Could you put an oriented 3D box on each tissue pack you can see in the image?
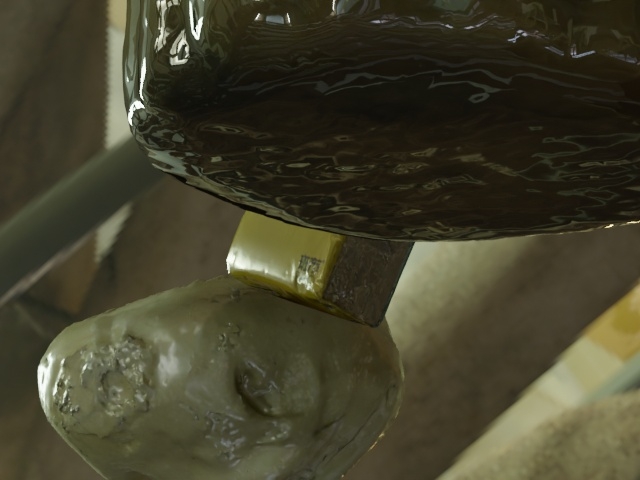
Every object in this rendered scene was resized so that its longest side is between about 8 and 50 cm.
[{"bbox_3d":[0.000,0.000,1.432,0.082,0.120,0.169,27,174,-32],"label":"tissue pack"}]

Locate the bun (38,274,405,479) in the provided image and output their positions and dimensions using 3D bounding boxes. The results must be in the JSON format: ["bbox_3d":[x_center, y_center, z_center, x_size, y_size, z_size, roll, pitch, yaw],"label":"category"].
[{"bbox_3d":[-0.103,0.157,1.644,0.326,0.362,0.234,162,102,-70],"label":"bun"}]

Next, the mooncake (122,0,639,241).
[{"bbox_3d":[0.052,-0.106,0.748,0.290,0.290,0.161,29,-121,-55],"label":"mooncake"}]
